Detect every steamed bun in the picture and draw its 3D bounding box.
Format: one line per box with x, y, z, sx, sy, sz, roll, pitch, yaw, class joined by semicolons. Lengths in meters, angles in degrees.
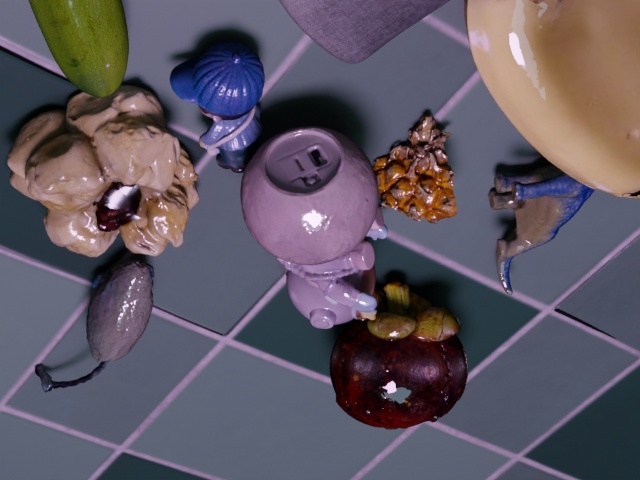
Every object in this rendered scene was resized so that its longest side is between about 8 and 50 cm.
-0.227;-0.057;1.329;0.192;0.106;0.178;-10;133;3;steamed bun

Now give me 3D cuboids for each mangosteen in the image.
0.094;0.135;1.538;0.166;0.166;0.180;-4;110;-5;mangosteen

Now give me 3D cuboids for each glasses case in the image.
0.107;-0.292;1.173;0.323;0.074;0.131;-33;131;22;glasses case

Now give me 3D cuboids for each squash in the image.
-0.234;-0.255;1.154;0.082;0.082;0.293;-12;133;3;squash

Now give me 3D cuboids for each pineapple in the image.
0.114;-0.083;1.394;0.077;0.114;0.114;-17;129;-46;pineapple

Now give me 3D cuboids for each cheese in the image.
0.294;-0.176;1.238;0.259;0.128;0.316;-37;118;4;cheese

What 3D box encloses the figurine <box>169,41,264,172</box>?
-0.093;-0.131;1.301;0.086;0.087;0.149;-39;140;-23;figurine

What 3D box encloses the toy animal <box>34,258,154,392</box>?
-0.255;0.111;1.507;0.070;0.079;0.253;14;132;-29;toy animal

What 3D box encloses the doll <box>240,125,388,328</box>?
0.000;0.000;1.386;0.150;0.151;0.287;-11;146;2;doll

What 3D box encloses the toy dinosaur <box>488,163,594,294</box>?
0.286;-0.036;1.448;0.188;0.075;0.248;-4;137;-7;toy dinosaur
